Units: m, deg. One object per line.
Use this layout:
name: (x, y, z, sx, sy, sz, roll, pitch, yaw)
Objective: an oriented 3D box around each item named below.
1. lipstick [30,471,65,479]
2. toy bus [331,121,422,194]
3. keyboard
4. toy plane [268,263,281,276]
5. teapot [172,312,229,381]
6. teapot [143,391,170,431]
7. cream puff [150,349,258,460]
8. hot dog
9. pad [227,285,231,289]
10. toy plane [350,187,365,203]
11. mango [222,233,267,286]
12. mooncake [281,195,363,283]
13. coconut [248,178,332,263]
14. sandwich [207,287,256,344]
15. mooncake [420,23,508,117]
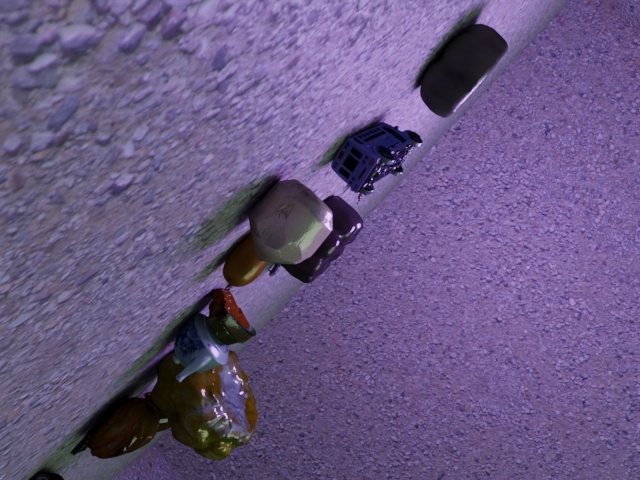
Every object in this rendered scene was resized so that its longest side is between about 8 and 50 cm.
lipstick: (-0.773, 0.711, 1.638, 0.081, 0.081, 0.300, -43, 172, -28)
toy bus: (0.154, -0.231, 1.521, 0.292, 0.133, 0.126, -34, 161, -52)
keyboard: (-0.652, 0.553, 1.694, 0.231, 0.023, 0.072, -47, 171, 12)
toy plane: (-0.154, 0.094, 2.013, 0.083, 0.031, 0.078, -43, 173, -26)
teapot: (-0.343, 0.293, 1.573, 0.159, 0.159, 0.232, -47, -160, 11)
teapot: (-0.589, 0.588, 1.943, 0.252, 0.135, 0.178, -28, 150, 35)
cream puff: (-0.372, 0.496, 1.747, 0.275, 0.379, 0.378, -27, 177, 9)
hot dog: (-0.562, 0.551, 1.659, 0.196, 0.122, 0.272, -42, 172, -9)
pad: (-0.216, 0.092, 1.713, 0.113, 0.006, 0.188, -49, 175, 17)
toy plane: (0.155, -0.202, 2.034, 0.188, 0.062, 0.135, -38, 144, -67)
mango: (-0.158, 0.032, 1.361, 0.184, 0.084, 0.102, -50, 176, -19)
mooncake: (0.000, 0.000, 1.905, 0.306, 0.154, 0.306, -47, 172, -9)
coconut: (-0.072, -0.030, 1.189, 0.183, 0.171, 0.171, -49, 174, 2)
sandwich: (-0.257, 0.212, 1.554, 0.079, 0.159, 0.235, -29, 172, 0)
mooncake: (0.387, -0.466, 1.567, 0.275, 0.135, 0.275, -47, 177, -3)
